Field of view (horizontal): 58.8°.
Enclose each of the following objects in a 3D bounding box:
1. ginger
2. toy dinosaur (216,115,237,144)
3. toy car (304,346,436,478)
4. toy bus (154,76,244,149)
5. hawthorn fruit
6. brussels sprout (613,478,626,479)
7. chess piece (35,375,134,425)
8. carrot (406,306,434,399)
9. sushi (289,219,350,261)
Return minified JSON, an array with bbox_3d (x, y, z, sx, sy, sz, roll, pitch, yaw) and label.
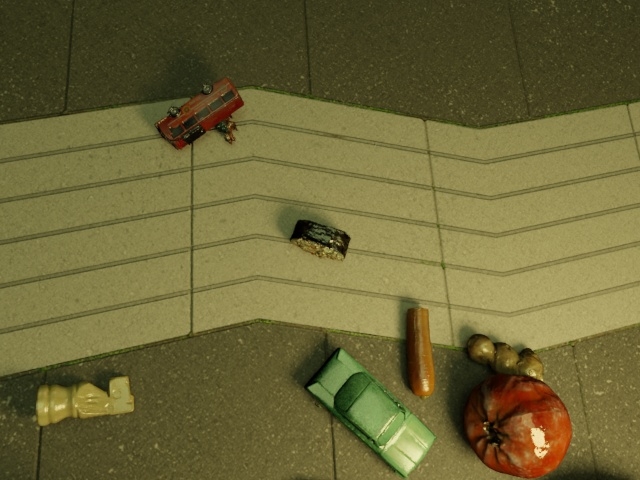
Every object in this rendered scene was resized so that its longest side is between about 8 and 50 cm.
[{"bbox_3d":[0.464,0.300,1.438,0.204,0.080,0.104,19,47,-4],"label":"ginger"},{"bbox_3d":[-0.263,-0.328,1.546,0.055,0.049,0.154,-25,75,-4],"label":"toy dinosaur"},{"bbox_3d":[0.119,0.409,1.344,0.320,0.097,0.141,42,73,6],"label":"toy car"},{"bbox_3d":[-0.318,-0.335,1.500,0.234,0.073,0.096,-36,71,0],"label":"toy bus"},{"bbox_3d":[0.485,0.425,1.343,0.271,0.242,0.242,-3,72,-33],"label":"hawthorn fruit"},{"bbox_3d":[0.661,0.689,1.272,0.316,0.243,0.274,0,49,-13],"label":"brussels sprout"},{"bbox_3d":[-0.529,0.361,1.287,0.200,0.090,0.090,-2,73,-20],"label":"chess piece"},{"bbox_3d":[0.248,0.282,1.421,0.067,0.067,0.225,2,71,-7],"label":"carrot"},{"bbox_3d":[0.000,0.000,1.461,0.150,0.090,0.078,20,75,-4],"label":"sushi"}]
